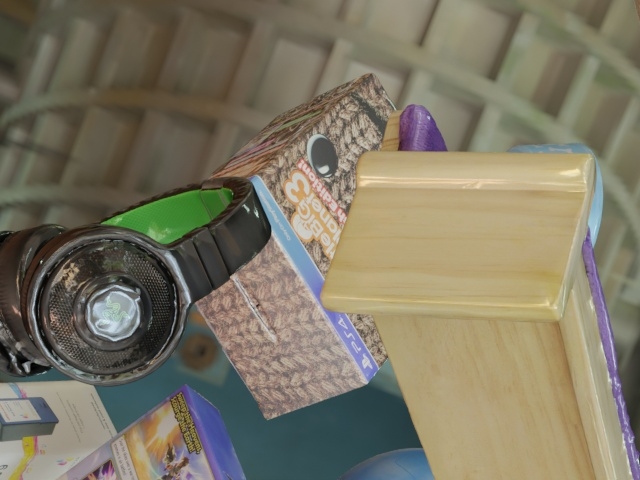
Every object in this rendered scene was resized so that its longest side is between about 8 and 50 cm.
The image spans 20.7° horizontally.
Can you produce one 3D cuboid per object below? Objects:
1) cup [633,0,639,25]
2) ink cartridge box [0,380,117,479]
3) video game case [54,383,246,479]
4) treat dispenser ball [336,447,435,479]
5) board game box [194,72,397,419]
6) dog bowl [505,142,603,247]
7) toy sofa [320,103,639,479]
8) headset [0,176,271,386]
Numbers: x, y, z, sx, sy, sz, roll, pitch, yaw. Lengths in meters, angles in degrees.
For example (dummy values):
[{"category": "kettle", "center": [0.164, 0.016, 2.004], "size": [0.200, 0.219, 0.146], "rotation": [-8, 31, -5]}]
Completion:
[{"category": "cup", "center": [0.445, -0.179, 1.626], "size": [0.331, 0.331, 0.236], "rotation": [-84, 172, -70]}, {"category": "ink cartridge box", "center": [-0.332, 0.220, 1.759], "size": [0.154, 0.212, 0.093], "rotation": [-46, -122, 29]}, {"category": "video game case", "center": [-0.161, 0.298, 1.544], "size": [0.244, 0.061, 0.269], "rotation": [-37, -136, 11]}, {"category": "treat dispenser ball", "center": [0.115, 0.387, 2.048], "size": [0.288, 0.288, 0.288], "rotation": [-159, -90, -85]}, {"category": "board game box", "center": [0.000, 0.000, 1.814], "size": [0.141, 0.232, 0.291], "rotation": [-23, -165, 37]}, {"category": "dog bowl", "center": [0.216, 0.028, 1.929], "size": [0.166, 0.074, 0.297], "rotation": [-124, -132, -63]}, {"category": "toy sofa", "center": [0.133, 0.082, 1.170], "size": [0.362, 0.150, 0.177], "rotation": [69, 32, -45]}, {"category": "headset", "center": [-0.205, 0.077, 1.481], "size": [0.394, 0.185, 0.243], "rotation": [-31, -163, -32]}]
